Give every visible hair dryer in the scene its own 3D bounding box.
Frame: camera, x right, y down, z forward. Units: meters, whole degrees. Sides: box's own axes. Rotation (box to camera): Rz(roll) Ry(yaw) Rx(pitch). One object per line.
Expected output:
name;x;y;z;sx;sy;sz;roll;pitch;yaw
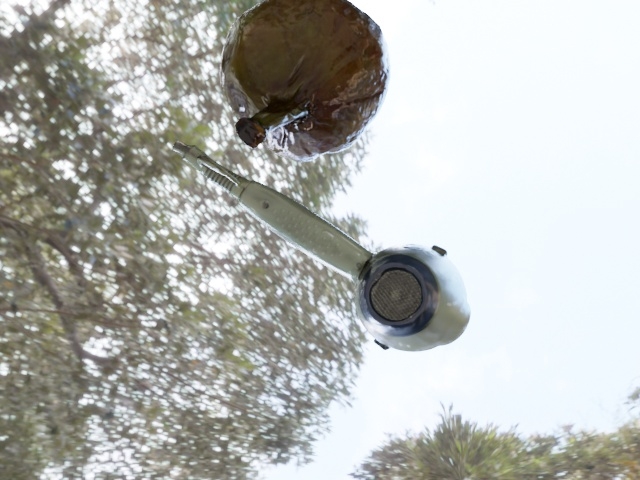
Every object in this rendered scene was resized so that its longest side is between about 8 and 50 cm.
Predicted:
hair dryer;0.014;0.008;0.601;0.199;0.167;0.067;32;-89;28

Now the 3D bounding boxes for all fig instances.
fig;-0.038;-0.139;0.986;0.191;0.190;0.290;14;-133;12
